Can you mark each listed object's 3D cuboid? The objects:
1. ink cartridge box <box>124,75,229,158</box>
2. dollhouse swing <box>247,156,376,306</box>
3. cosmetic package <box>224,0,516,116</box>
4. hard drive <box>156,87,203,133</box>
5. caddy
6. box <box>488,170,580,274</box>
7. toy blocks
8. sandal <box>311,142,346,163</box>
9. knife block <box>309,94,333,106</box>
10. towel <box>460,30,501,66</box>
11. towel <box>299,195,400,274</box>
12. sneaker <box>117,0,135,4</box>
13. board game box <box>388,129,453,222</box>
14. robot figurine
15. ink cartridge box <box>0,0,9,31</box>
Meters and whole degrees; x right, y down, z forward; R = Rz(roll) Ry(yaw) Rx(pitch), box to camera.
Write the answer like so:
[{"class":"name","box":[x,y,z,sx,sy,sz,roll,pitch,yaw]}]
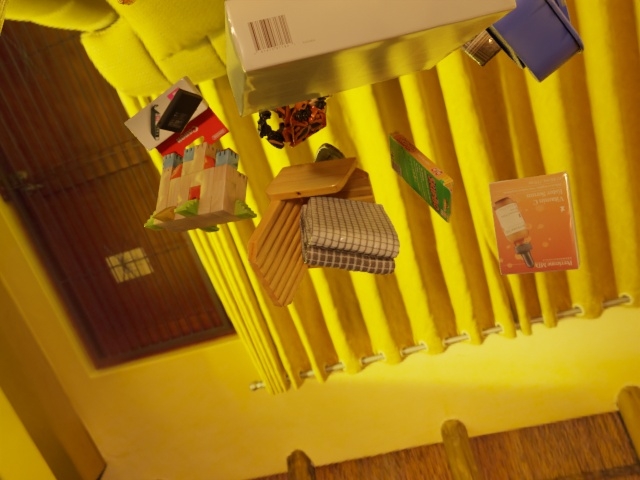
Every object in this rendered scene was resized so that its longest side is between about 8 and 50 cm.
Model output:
[{"class":"ink cartridge box","box":[-0.506,-0.402,1.674,0.275,0.238,0.060,-31,-156,14]},{"class":"dollhouse swing","box":[0.000,0.000,1.371,0.316,0.346,0.304,-6,-133,15]},{"class":"cosmetic package","box":[0.047,-0.304,0.726,0.378,0.097,0.284,-17,-176,-10]},{"class":"hard drive","box":[-0.421,-0.386,1.412,0.135,0.022,0.094,-49,162,20]},{"class":"caddy","box":[0.549,-0.585,1.234,0.179,0.341,0.241,-44,-149,24]},{"class":"box","box":[0.390,-0.030,0.856,0.130,0.170,0.091,-8,179,30]},{"class":"toy blocks","box":[-0.367,-0.178,1.462,0.382,0.260,0.191,-8,160,31]},{"class":"sandal","box":[0.002,-0.245,1.720,0.086,0.120,0.303,-60,-172,-32]},{"class":"knife block","box":[-0.065,-0.671,1.968,0.088,0.242,0.275,-34,-168,32]},{"class":"towel","box":[0.566,-0.810,1.591,0.324,0.312,0.056,-44,166,20]},{"class":"towel","box":[0.064,-0.015,1.247,0.235,0.121,0.283,8,-156,-9]},{"class":"sneaker","box":[-0.671,-0.837,1.611,0.067,0.064,0.175,-42,-166,7]},{"class":"board game box","box":[0.258,-0.164,1.198,0.039,0.124,0.259,-26,-129,-8]},{"class":"robot figurine","box":[-0.066,-0.342,1.085,0.211,0.291,0.085,-36,-129,-17]},{"class":"ink cartridge box","box":[-0.888,-0.663,1.197,0.160,0.219,0.093,13,177,-27]}]
